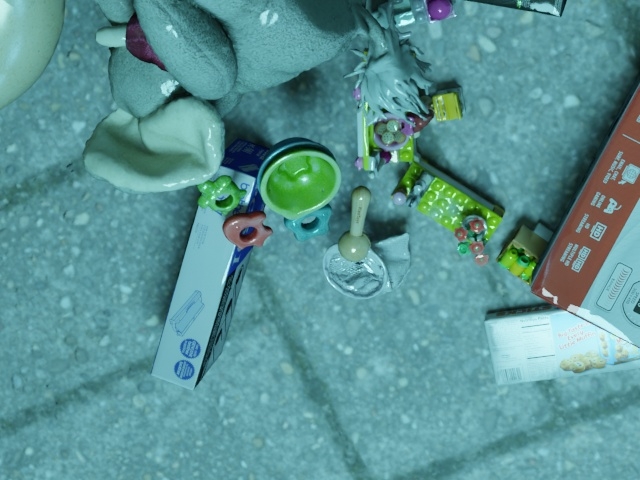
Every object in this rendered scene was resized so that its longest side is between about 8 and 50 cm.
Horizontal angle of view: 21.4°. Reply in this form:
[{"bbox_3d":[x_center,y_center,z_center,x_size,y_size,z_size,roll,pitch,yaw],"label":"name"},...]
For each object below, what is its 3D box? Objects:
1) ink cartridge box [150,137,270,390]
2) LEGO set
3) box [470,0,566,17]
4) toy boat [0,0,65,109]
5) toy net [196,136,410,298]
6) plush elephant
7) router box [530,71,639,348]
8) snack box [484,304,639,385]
[{"bbox_3d":[-0.093,0.020,1.505,0.046,0.097,0.207,19,110,6],"label":"ink cartridge box"},{"bbox_3d":[0.098,-0.065,1.433,0.132,0.107,0.287,-21,101,17],"label":"LEGO set"},{"bbox_3d":[0.165,-0.221,1.396,0.083,0.062,0.052,12,110,8],"label":"box"},{"bbox_3d":[-0.364,-0.251,1.473,0.267,0.148,0.318,-24,107,23],"label":"toy boat"},{"bbox_3d":[0.000,0.000,1.439,0.122,0.045,0.232,-35,133,11],"label":"toy net"},{"bbox_3d":[-0.097,-0.189,1.326,0.255,0.272,0.330,-19,122,38],"label":"plush elephant"},{"bbox_3d":[0.379,-0.042,1.369,0.301,0.082,0.335,27,101,3],"label":"router box"},{"bbox_3d":[0.238,0.086,1.493,0.178,0.022,0.064,-8,103,14],"label":"snack box"}]
